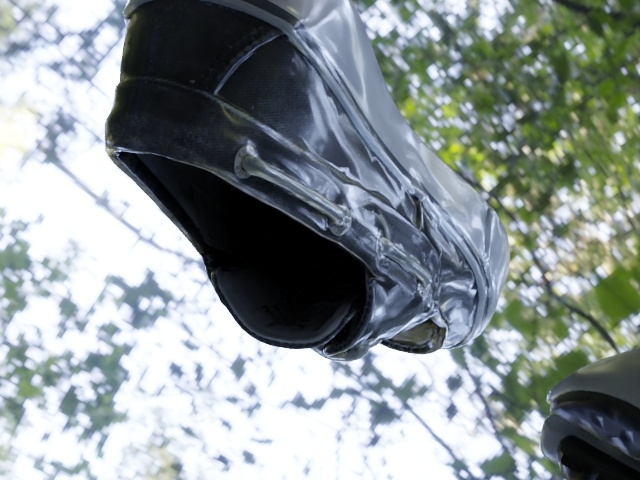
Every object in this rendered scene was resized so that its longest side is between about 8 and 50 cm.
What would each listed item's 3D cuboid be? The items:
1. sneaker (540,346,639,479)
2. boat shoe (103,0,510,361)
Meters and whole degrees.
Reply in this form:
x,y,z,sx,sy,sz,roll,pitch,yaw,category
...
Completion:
x,y,z,sx,sy,sz,roll,pitch,yaw,category
0.161,0.135,0.534,0.118,0.292,0.110,-35,-136,-25,sneaker
0.000,0.000,0.609,0.108,0.301,0.102,8,-112,22,boat shoe
